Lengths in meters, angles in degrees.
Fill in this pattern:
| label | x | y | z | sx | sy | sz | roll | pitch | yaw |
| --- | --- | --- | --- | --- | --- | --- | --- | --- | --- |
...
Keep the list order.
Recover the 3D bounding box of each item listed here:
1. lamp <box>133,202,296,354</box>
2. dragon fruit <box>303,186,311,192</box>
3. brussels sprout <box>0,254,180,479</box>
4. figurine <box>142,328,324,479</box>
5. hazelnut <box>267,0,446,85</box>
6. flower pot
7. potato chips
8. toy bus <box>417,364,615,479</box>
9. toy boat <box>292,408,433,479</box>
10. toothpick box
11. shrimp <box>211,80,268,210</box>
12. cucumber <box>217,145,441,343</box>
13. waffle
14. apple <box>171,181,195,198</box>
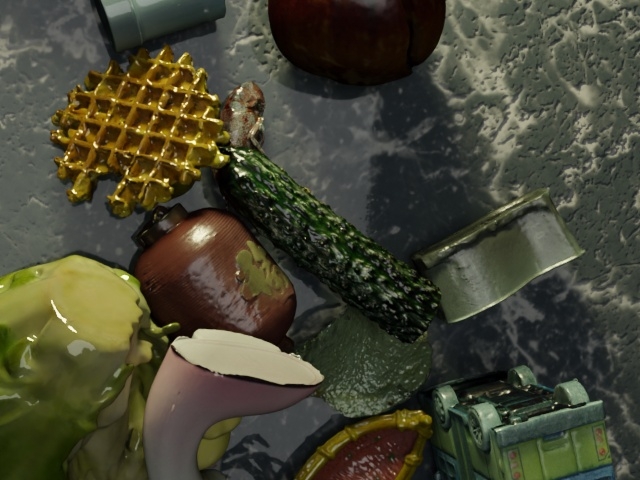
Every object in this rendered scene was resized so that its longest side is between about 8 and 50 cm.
| label | x | y | z | sx | sy | sz | roll | pitch | yaw |
| --- | --- | --- | --- | --- | --- | --- | --- | --- | --- |
| lamp | -0.136 | 0.060 | 1.312 | 0.180 | 0.180 | 0.258 | -40 | 99 | -10 |
| dragon fruit | -0.028 | -0.036 | 1.387 | 0.056 | 0.060 | 0.083 | -27 | 94 | -8 |
| brussels sprout | -0.339 | 0.199 | 1.190 | 0.315 | 0.276 | 0.371 | 20 | 114 | 1 |
| figurine | -0.102 | 0.275 | 1.209 | 0.206 | 0.284 | 0.315 | 28 | 104 | 24 |
| hazelnut | 0.050 | -0.313 | 1.346 | 0.234 | 0.218 | 0.218 | 8 | 89 | 6 |
| flower pot | 0.249 | 0.020 | 1.428 | 0.229 | 0.103 | 0.108 | -29 | 96 | -11 |
| potato chips | 0.048 | 0.157 | 1.376 | 0.228 | 0.059 | 0.167 | 15 | 80 | -27 |
| toy bus | 0.250 | 0.277 | 1.322 | 0.152 | 0.312 | 0.190 | -13 | 94 | -12 |
| toy boat | 0.031 | 0.350 | 1.387 | 0.141 | 0.099 | 0.318 | 43 | 84 | -6 |
| toothpick box | -0.212 | -0.316 | 1.322 | 0.153 | 0.101 | 0.101 | -21 | 95 | -13 |
| shrimp | -0.113 | -0.120 | 1.365 | 0.073 | 0.075 | 0.190 | 14 | 79 | -44 |
| cucumber | 0.000 | 0.000 | 1.318 | 0.359 | 0.096 | 0.096 | 37 | 83 | -16 |
| waffle | -0.234 | -0.141 | 1.289 | 0.229 | 0.051 | 0.231 | -26 | 63 | 6 |
| apple | -0.206 | -0.099 | 1.339 | 0.090 | 0.074 | 0.089 | 3 | 69 | -8 |
